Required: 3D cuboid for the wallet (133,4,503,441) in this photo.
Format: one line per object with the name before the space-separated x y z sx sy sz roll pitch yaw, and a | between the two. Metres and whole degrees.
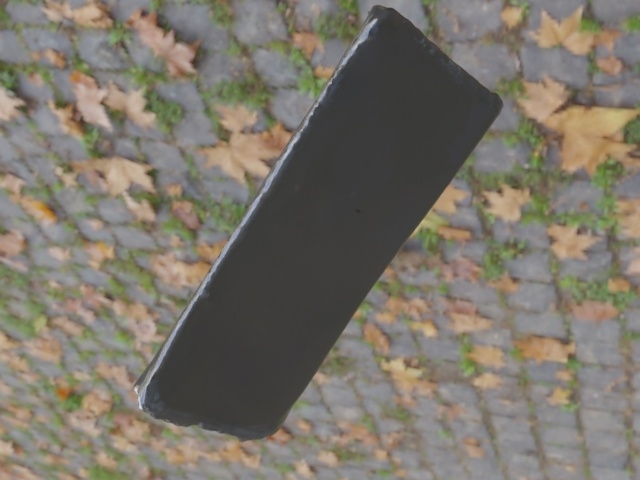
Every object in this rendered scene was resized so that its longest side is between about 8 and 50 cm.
wallet | 0.000 0.001 0.674 0.030 0.285 0.146 37 -175 38
